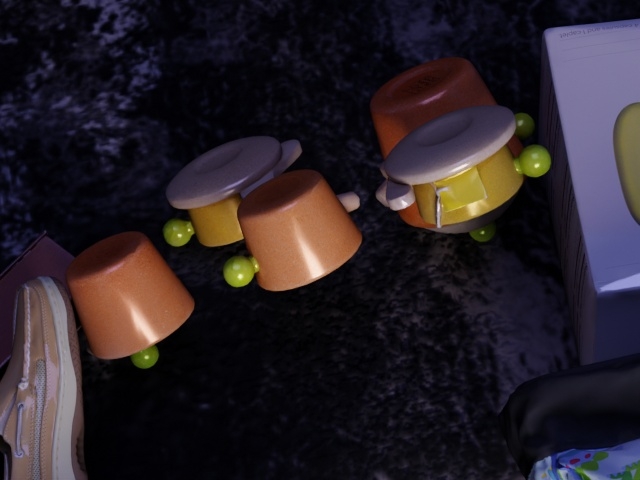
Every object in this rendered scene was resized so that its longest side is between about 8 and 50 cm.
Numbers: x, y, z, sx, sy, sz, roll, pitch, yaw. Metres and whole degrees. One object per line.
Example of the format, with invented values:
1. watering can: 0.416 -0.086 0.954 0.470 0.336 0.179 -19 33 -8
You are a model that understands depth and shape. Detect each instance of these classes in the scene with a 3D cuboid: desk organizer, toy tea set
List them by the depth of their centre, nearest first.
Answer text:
1. toy tea set: 0.000 0.000 1.212 0.336 0.124 0.200 -20 22 14
2. desk organizer: -0.208 0.061 1.230 0.050 0.047 0.130 35 68 21

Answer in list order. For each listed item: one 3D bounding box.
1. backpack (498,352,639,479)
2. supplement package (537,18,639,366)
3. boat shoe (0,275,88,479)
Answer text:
1. backpack: 0.274 0.218 0.977 0.290 0.273 0.356 -11 81 0
2. supplement package: 0.249 -0.024 1.174 0.194 0.149 0.203 -7 57 1
3. boat shoe: -0.186 0.114 1.153 0.072 0.068 0.190 -2 71 -15
